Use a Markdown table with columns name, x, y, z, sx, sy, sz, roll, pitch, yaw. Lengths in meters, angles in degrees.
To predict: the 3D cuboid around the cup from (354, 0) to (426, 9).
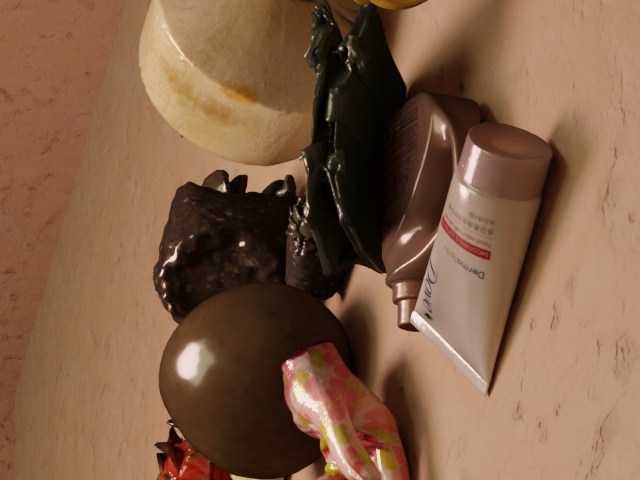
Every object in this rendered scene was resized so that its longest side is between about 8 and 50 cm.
| name | x | y | z | sx | sy | sz | roll | pitch | yaw |
| --- | --- | --- | --- | --- | --- | --- | --- | --- | --- |
| cup | 0.095 | -0.349 | 1.564 | 0.185 | 0.226 | 0.241 | 165 | 112 | -69 |

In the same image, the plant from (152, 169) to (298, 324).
| name | x | y | z | sx | sy | sz | roll | pitch | yaw |
| --- | --- | --- | --- | --- | --- | --- | --- | --- | --- |
| plant | -0.126 | 0.014 | 2.052 | 0.276 | 0.188 | 0.199 | -82 | 5 | -71 |

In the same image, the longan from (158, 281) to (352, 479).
| name | x | y | z | sx | sy | sz | roll | pitch | yaw |
| --- | --- | --- | --- | --- | --- | --- | --- | --- | --- |
| longan | -0.072 | 0.165 | 1.840 | 0.246 | 0.246 | 0.215 | 120 | 167 | -47 |

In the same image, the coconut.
| name | x | y | z | sx | sy | sz | roll | pitch | yaw |
| --- | --- | --- | --- | --- | --- | --- | --- | --- | --- |
| coconut | -0.080 | -0.264 | 1.965 | 0.323 | 0.323 | 0.323 | -170 | 90 | -72 |

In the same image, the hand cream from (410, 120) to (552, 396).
| name | x | y | z | sx | sy | sz | roll | pitch | yaw |
| --- | --- | --- | --- | --- | --- | --- | --- | --- | --- |
| hand cream | 0.148 | 0.012 | 1.456 | 0.133 | 0.083 | 0.248 | 45 | 131 | 47 |

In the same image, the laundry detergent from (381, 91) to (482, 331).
| name | x | y | z | sx | sy | sz | roll | pitch | yaw |
| --- | --- | --- | --- | --- | --- | --- | --- | --- | --- |
| laundry detergent | 0.116 | -0.034 | 1.574 | 0.171 | 0.076 | 0.237 | 139 | 137 | -66 |

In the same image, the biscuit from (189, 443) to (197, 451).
| name | x | y | z | sx | sy | sz | roll | pitch | yaw |
| --- | --- | --- | --- | --- | --- | --- | --- | --- | --- |
| biscuit | -0.120 | 0.213 | 2.093 | 0.208 | 0.049 | 0.181 | -41 | -28 | -76 |

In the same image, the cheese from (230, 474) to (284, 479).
| name | x | y | z | sx | sy | sz | roll | pitch | yaw |
| --- | --- | --- | --- | --- | --- | --- | --- | --- | --- |
| cheese | -0.065 | 0.214 | 2.038 | 0.127 | 0.054 | 0.252 | -164 | 85 | -69 |

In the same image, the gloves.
| name | x | y | z | sx | sy | sz | roll | pitch | yaw |
| --- | --- | --- | --- | --- | --- | --- | --- | --- | --- |
| gloves | 0.035 | 0.229 | 1.641 | 0.241 | 0.126 | 0.145 | 58 | 138 | 21 |

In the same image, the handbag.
| name | x | y | z | sx | sy | sz | roll | pitch | yaw |
| --- | --- | --- | --- | --- | --- | --- | --- | --- | --- |
| handbag | 0.034 | -0.103 | 1.677 | 0.260 | 0.079 | 0.248 | 56 | -142 | -69 |

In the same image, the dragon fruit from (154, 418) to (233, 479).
| name | x | y | z | sx | sy | sz | roll | pitch | yaw |
| --- | --- | --- | --- | --- | --- | --- | --- | --- | --- |
| dragon fruit | -0.175 | 0.325 | 2.205 | 0.130 | 0.121 | 0.142 | -74 | -10 | -59 |

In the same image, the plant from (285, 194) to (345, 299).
| name | x | y | z | sx | sy | sz | roll | pitch | yaw |
| --- | --- | --- | --- | --- | --- | --- | --- | --- | --- |
| plant | 0.000 | 0.000 | 1.902 | 0.094 | 0.092 | 0.143 | -95 | 16 | -58 |
